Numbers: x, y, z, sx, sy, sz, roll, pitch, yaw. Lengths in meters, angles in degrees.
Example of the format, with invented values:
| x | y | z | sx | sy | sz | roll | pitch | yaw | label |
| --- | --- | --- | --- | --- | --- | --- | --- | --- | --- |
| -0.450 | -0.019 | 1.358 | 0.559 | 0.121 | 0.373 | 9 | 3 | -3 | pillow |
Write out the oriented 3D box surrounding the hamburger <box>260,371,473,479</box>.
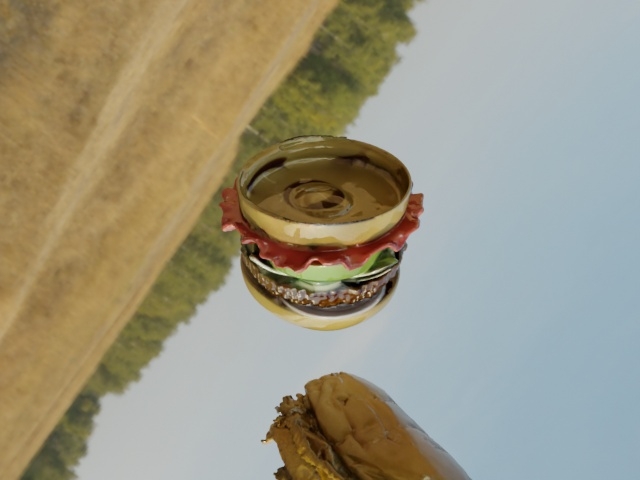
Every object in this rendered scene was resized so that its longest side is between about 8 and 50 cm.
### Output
| x | y | z | sx | sy | sz | roll | pitch | yaw | label |
| --- | --- | --- | --- | --- | --- | --- | --- | --- | --- |
| 0.080 | 0.286 | 0.942 | 0.158 | 0.318 | 0.318 | -41 | -175 | -7 | hamburger |

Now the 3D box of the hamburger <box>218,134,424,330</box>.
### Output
| x | y | z | sx | sy | sz | roll | pitch | yaw | label |
| --- | --- | --- | --- | --- | --- | --- | --- | --- | --- |
| 0.003 | -0.001 | 0.757 | 0.175 | 0.175 | 0.137 | -61 | 158 | -48 | hamburger |
